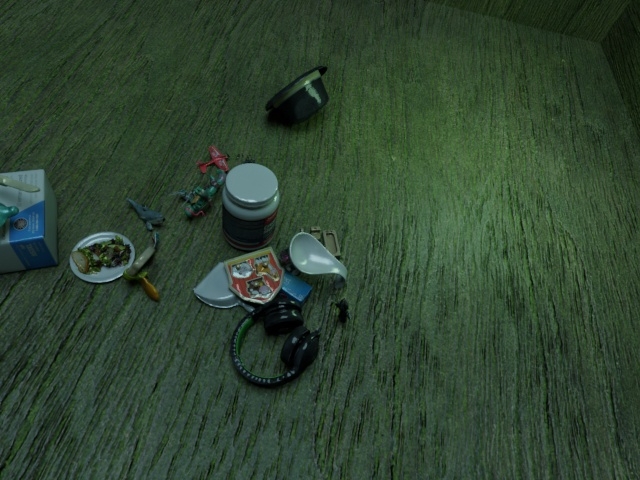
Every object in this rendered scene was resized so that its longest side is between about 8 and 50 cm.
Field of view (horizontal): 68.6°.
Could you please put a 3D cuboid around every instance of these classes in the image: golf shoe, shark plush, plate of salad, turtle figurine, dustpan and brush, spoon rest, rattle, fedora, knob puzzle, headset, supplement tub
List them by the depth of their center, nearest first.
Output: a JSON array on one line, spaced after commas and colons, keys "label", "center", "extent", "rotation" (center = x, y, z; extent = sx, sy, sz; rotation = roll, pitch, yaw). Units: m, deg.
[{"label": "headset", "center": [-0.083, 0.296, 1.466], "extent": [0.393, 0.185, 0.244], "rotation": [-29, 61, -11]}, {"label": "knob puzzle", "center": [-0.206, 0.120, 1.523], "extent": [0.212, 0.030, 0.213], "rotation": [4, 58, -6]}, {"label": "dustpan and brush", "center": [-0.288, 0.180, 1.536], "extent": [0.211, 0.060, 0.147], "rotation": [28, 56, 17]}, {"label": "plate of salad", "center": [-0.716, 0.047, 1.540], "extent": [0.199, 0.048, 0.200], "rotation": [5, 54, -7]}, {"label": "rattle", "center": [-0.542, 0.077, 1.543], "extent": [0.142, 0.130, 0.200], "rotation": [27, 27, -5]}, {"label": "spoon rest", "center": [0.000, 0.073, 1.549], "extent": [0.276, 0.084, 0.138], "rotation": [36, 53, -37]}, {"label": "supplement tub", "center": [-0.241, -0.109, 1.608], "extent": [0.190, 0.272, 0.191], "rotation": [6, 55, -8]}, {"label": "golf shoe", "center": [-0.097, 0.069, 1.611], "extent": [0.067, 0.186, 0.086], "rotation": [-30, 102, 9]}, {"label": "shark plush", "center": [-0.613, -0.109, 1.658], "extent": [0.161, 0.067, 0.073], "rotation": [43, 58, 18]}, {"label": "turtle figurine", "center": [-0.441, -0.162, 1.708], "extent": [0.175, 0.118, 0.234], "rotation": [0, 39, 41]}, {"label": "fedora", "center": [-0.074, -0.613, 2.046], "extent": [0.334, 0.334, 0.153], "rotation": [-42, 102, -32]}]

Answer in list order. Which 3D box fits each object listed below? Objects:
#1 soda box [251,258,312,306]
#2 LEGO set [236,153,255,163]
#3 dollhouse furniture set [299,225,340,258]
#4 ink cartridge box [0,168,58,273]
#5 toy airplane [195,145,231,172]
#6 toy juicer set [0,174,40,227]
[{"label": "soda box", "center": [-0.134, 0.140, 1.581], "extent": [0.210, 0.067, 0.071], "rotation": [33, 55, 12]}, {"label": "LEGO set", "center": [-0.303, -0.330, 1.912], "extent": [0.083, 0.024, 0.054], "rotation": [28, 51, 25]}, {"label": "dollhouse furniture set", "center": [0.000, 0.000, 1.672], "extent": [0.151, 0.123, 0.144], "rotation": [-2, 56, -13]}, {"label": "ink cartridge box", "center": [-1.056, -0.047, 1.461], "extent": [0.394, 0.166, 0.286], "rotation": [-10, 59, -18]}, {"label": "toy airplane", "center": [-0.426, -0.312, 1.865], "extent": [0.151, 0.028, 0.151], "rotation": [5, 53, -7]}, {"label": "toy juicer set", "center": [-0.989, -0.083, 1.353], "extent": [0.209, 0.090, 0.329], "rotation": [35, 64, 26]}]
